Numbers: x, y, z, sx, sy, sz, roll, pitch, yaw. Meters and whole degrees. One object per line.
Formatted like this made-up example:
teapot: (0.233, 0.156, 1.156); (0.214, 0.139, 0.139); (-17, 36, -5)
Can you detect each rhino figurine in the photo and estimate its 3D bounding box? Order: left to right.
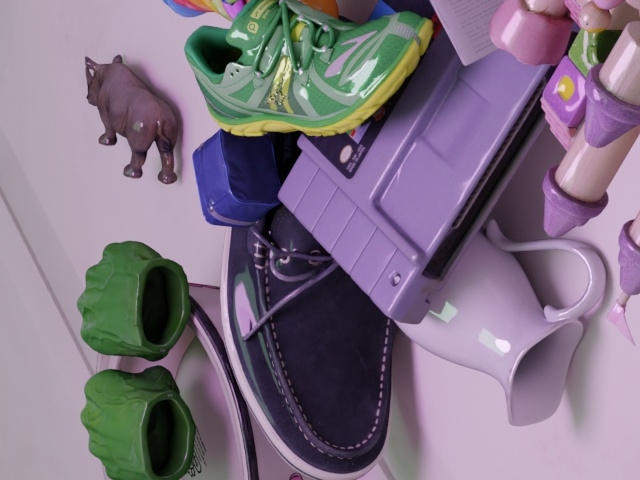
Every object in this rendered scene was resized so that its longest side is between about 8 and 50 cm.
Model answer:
rhino figurine: (-0.251, -0.171, 2.450); (0.243, 0.073, 0.106); (47, 139, 47)

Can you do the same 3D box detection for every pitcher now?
pitcher: (0.161, 0.044, 1.768); (0.207, 0.125, 0.178); (42, 111, 35)

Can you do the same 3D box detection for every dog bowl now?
dog bowl: (-0.116, 0.237, 2.240); (0.408, 0.150, 0.408); (23, 117, 56)

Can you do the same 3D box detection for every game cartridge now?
game cartridge: (0.105, -0.130, 1.738); (0.230, 0.068, 0.355); (45, 111, 41)

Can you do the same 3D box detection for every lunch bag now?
lunch bag: (-0.086, -0.064, 1.875); (0.065, 0.067, 0.098); (-36, 56, 45)

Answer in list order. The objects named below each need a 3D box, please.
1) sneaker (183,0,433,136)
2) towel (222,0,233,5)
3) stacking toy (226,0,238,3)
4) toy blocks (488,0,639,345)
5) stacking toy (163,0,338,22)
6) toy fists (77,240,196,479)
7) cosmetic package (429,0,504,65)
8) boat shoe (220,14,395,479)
sneaker: (-0.023, -0.166, 1.740); (0.295, 0.109, 0.123); (-7, 132, 46)
towel: (-0.158, -0.408, 1.844); (0.336, 0.040, 0.243); (46, 138, 33)
stacking toy: (-0.069, -0.327, 1.702); (0.167, 0.052, 0.221); (-19, 115, 29)
toy blocks: (0.206, -0.110, 1.440); (0.288, 0.309, 0.260); (58, 136, 36)
stacking toy: (-0.061, -0.272, 1.917); (0.302, 0.166, 0.175); (47, 162, 51)
toy fists: (-0.207, 0.139, 2.134); (0.142, 0.096, 0.279); (6, 100, 49)
cosmetic package: (0.108, -0.314, 1.588); (0.224, 0.138, 0.224); (53, -168, -46)
boat shoe: (0.000, 0.000, 1.953); (0.156, 0.187, 0.500); (169, 99, -64)
